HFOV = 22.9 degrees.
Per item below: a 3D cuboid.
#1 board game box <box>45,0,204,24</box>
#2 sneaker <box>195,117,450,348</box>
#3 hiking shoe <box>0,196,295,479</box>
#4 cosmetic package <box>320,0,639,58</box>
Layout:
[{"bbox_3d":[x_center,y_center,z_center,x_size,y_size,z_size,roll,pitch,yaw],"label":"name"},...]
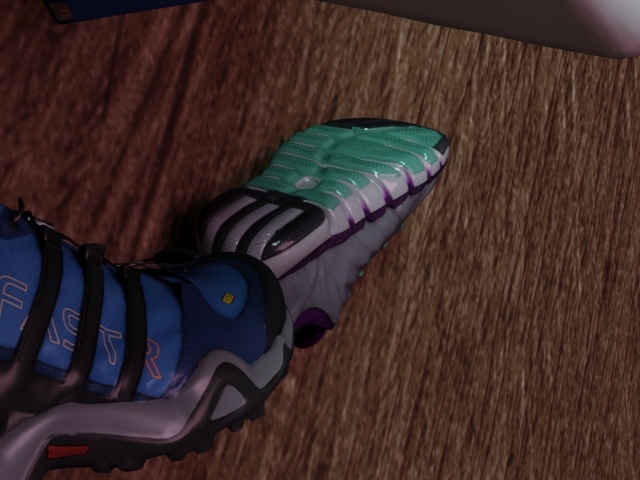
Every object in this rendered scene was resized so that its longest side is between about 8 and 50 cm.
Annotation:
[{"bbox_3d":[-0.064,-0.179,0.668,0.160,0.210,0.047,60,42,-32],"label":"board game box"},{"bbox_3d":[0.000,0.000,0.893,0.223,0.083,0.098,-32,133,-51],"label":"sneaker"},{"bbox_3d":[-0.109,0.032,0.649,0.304,0.113,0.132,-23,105,-57],"label":"hiking shoe"},{"bbox_3d":[-0.087,-0.281,0.400,0.329,0.393,0.328,30,80,-54],"label":"cosmetic package"}]
